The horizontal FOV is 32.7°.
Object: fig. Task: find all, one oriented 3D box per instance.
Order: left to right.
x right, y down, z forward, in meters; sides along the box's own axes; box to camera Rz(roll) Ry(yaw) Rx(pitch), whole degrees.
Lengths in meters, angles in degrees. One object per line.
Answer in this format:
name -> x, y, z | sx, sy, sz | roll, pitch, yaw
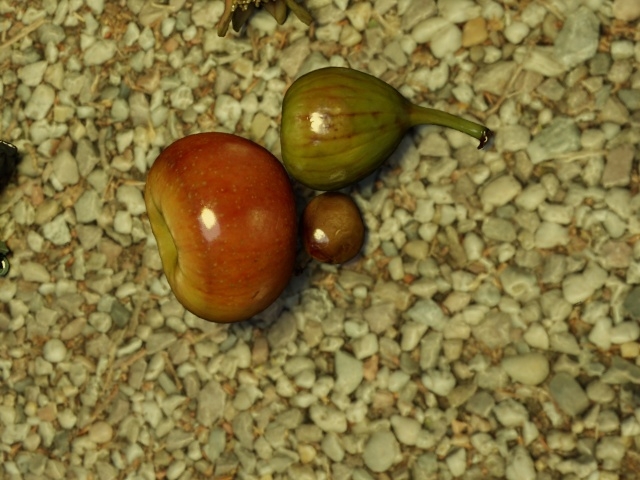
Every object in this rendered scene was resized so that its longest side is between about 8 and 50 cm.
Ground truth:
fig -> 0.078, -0.147, 1.334 | 0.259, 0.151, 0.151 | -8, 88, 5

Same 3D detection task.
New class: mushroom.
mushroom -> 0.003, 0.003, 1.384 | 0.088, 0.073, 0.129 | 32, 103, -22

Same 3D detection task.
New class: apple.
apple -> -0.115, -0.019, 1.351 | 0.173, 0.210, 0.235 | -13, 99, -22

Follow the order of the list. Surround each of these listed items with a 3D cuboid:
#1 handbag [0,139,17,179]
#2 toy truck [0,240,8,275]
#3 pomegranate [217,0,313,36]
handbag -> -0.559, -0.083, 1.494 | 0.254, 0.089, 0.211 | 25, 79, 24
toy truck -> -0.517, 0.030, 1.509 | 0.169, 0.077, 0.100 | -31, 72, 12
pomegranate -> -0.093, -0.417, 1.308 | 0.290, 0.291, 0.323 | 3, 90, 14
